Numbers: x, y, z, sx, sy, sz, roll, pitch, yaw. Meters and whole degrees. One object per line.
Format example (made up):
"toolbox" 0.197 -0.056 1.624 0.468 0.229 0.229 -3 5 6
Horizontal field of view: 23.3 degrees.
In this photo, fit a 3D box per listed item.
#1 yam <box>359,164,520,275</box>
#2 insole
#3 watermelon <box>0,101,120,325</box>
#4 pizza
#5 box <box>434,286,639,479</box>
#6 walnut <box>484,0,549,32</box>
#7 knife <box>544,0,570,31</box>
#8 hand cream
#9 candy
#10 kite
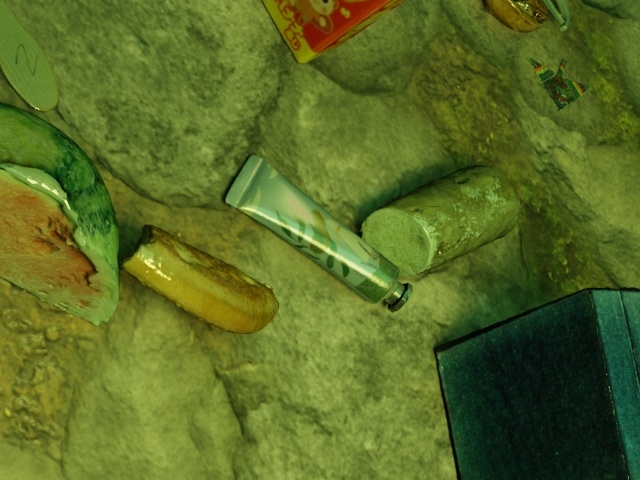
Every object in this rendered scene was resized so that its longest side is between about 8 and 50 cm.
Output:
"yam" 0.149 -0.023 1.944 0.194 0.107 0.107 -23 86 -40
"insole" -0.347 -0.226 1.723 0.064 0.004 0.188 -35 94 -41
"watermelon" -0.311 -0.037 1.595 0.305 0.224 0.180 32 100 -25
"pizza" -0.131 0.045 1.690 0.134 0.056 0.271 41 9 23
"box" 0.280 0.217 1.830 0.116 0.279 0.261 2 71 -38
"walnut" 0.268 -0.334 2.194 0.121 0.052 0.091 30 43 -38
"knife" 0.363 -0.423 2.298 0.123 0.053 0.278 55 44 -20
"hand cream" 0.000 0.000 1.866 0.256 0.055 0.088 36 54 -11
"candy" 0.040 -0.337 1.880 0.088 0.276 0.146 -30 89 -39
"kite" 0.344 -0.226 2.239 0.122 0.004 0.090 26 59 -26
